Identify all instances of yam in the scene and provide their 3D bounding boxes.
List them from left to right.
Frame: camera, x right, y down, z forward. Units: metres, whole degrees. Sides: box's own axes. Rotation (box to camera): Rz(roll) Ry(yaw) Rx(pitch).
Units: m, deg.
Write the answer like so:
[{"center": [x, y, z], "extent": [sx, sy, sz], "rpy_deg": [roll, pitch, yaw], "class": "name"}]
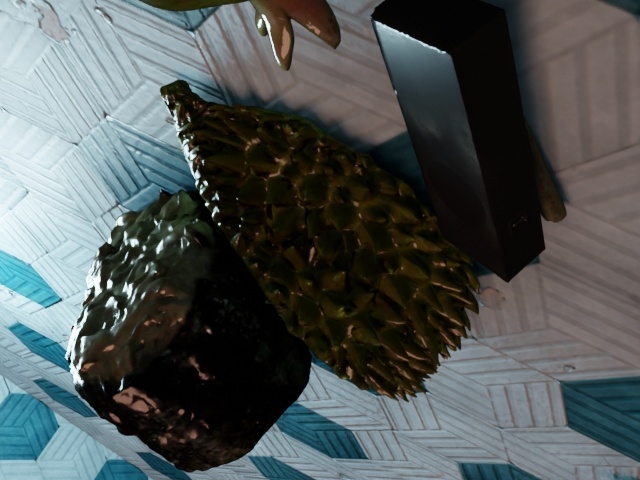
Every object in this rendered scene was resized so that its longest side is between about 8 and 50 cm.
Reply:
[{"center": [0.150, -0.058, 0.564], "extent": [0.021, 0.021, 0.116], "rpy_deg": [-1, 136, 43], "class": "yam"}]

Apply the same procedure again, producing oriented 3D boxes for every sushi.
[{"center": [-0.142, 0.073, 0.774], "extent": [0.171, 0.211, 0.350], "rpy_deg": [52, 179, -24], "class": "sushi"}]

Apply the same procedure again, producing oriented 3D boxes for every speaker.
[{"center": [0.100, -0.067, 0.545], "extent": [0.082, 0.044, 0.218], "rpy_deg": [40, 163, 42], "class": "speaker"}]

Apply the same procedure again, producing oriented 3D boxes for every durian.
[{"center": [0.008, -0.008, 0.725], "extent": [0.394, 0.163, 0.198], "rpy_deg": [42, -173, -11], "class": "durian"}]

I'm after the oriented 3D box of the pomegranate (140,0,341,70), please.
[{"center": [-0.047, -0.187, 0.456], "extent": [0.152, 0.131, 0.191], "rpy_deg": [-1, 161, 34], "class": "pomegranate"}]
